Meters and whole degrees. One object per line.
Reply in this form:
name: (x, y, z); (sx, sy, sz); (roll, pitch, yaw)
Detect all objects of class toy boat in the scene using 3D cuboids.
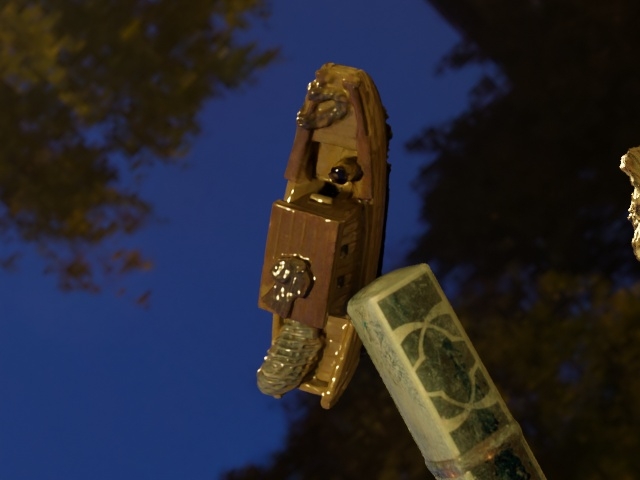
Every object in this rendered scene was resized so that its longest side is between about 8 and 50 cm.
toy boat: (0.000, 0.000, 1.644); (0.089, 0.321, 0.121); (17, -156, 22)

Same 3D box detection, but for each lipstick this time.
lipstick: (0.121, 0.158, 1.625); (0.077, 0.076, 0.290); (-31, -87, -20)

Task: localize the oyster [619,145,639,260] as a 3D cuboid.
oyster: (0.387, -0.012, 1.801); (0.198, 0.092, 0.259); (5, -148, -27)
